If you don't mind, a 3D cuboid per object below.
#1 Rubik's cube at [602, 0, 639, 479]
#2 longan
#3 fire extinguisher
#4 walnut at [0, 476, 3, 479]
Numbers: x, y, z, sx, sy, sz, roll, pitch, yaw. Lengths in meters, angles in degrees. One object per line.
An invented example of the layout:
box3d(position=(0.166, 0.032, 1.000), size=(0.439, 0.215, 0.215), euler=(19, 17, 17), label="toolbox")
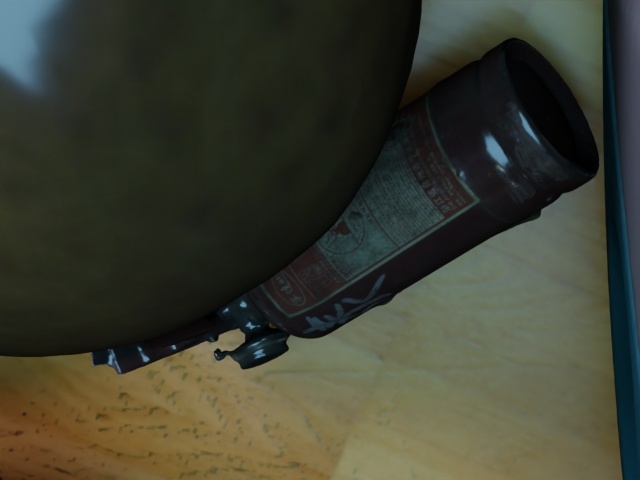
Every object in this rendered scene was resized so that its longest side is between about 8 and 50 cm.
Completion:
box3d(position=(0.292, 0.040, 0.651), size=(0.352, 0.347, 0.352), euler=(-6, 104, 8), label="Rubik's cube")
box3d(position=(-0.104, -0.109, 0.678), size=(0.319, 0.319, 0.319), euler=(1, 105, 5), label="longan")
box3d(position=(0.000, -0.006, 0.789), size=(0.252, 0.106, 0.075), euler=(-31, 58, 27), label="fire extinguisher")
box3d(position=(-0.250, 0.280, 0.792), size=(0.383, 0.383, 0.384), euler=(1, 105, 5), label="walnut")
